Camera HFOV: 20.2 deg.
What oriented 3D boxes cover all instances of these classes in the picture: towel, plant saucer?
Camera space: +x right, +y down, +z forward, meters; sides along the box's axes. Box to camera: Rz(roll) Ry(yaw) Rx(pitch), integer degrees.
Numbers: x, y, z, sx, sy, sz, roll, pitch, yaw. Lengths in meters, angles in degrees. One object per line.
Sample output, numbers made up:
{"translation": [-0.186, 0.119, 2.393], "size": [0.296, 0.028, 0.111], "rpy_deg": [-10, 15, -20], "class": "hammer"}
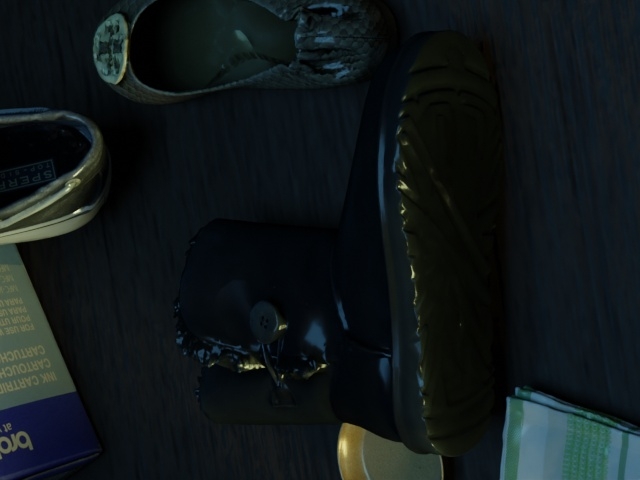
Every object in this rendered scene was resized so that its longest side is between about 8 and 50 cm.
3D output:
{"translation": [0.165, 0.152, 0.993], "size": [0.152, 0.023, 0.113], "rpy_deg": [17, 111, 36], "class": "towel"}
{"translation": [0.046, 0.135, 1.095], "size": [0.083, 0.015, 0.083], "rpy_deg": [9, 104, 41], "class": "plant saucer"}

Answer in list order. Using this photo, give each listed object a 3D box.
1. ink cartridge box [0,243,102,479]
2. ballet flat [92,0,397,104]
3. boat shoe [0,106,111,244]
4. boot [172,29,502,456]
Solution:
{"translation": [-0.333, 0.099, 1.341], "size": [0.270, 0.151, 0.395], "rpy_deg": [-34, 77, 40], "class": "ink cartridge box"}
{"translation": [-0.063, -0.123, 1.114], "size": [0.249, 0.058, 0.084], "rpy_deg": [6, 101, 41], "class": "ballet flat"}
{"translation": [-0.285, -0.024, 1.173], "size": [0.102, 0.301, 0.108], "rpy_deg": [109, 148, -75], "class": "boat shoe"}
{"translation": [0.000, 0.000, 1.057], "size": [0.207, 0.094, 0.247], "rpy_deg": [6, 102, 41], "class": "boot"}
